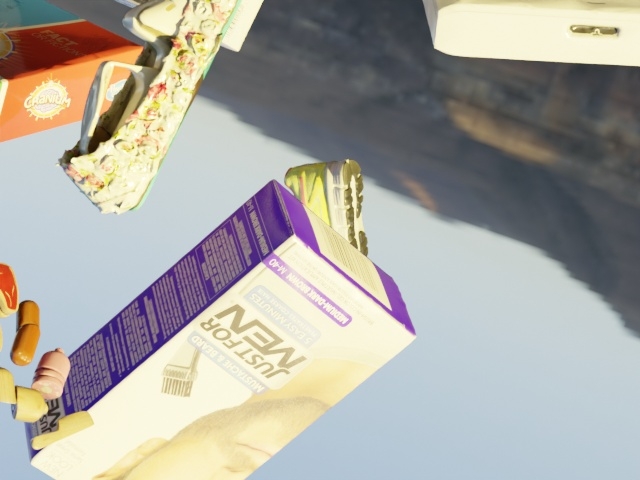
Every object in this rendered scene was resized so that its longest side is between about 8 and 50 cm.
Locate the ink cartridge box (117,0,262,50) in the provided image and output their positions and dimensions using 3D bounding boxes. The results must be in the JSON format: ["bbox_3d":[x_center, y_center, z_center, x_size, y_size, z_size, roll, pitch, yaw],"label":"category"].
[{"bbox_3d":[-0.188,-0.325,1.858,0.332,0.165,0.065,25,180,29],"label":"ink cartridge box"}]

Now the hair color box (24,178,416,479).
[{"bbox_3d":[-0.100,0.122,1.734,0.185,0.339,0.110,40,-161,-33],"label":"hair color box"}]

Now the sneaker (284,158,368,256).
[{"bbox_3d":[0.000,0.000,2.088,0.094,0.208,0.081,6,-156,17],"label":"sneaker"}]

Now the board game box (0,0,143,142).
[{"bbox_3d":[-0.368,-0.168,1.779,0.242,0.064,0.316,27,-148,34],"label":"board game box"}]

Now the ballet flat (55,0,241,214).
[{"bbox_3d":[-0.131,-0.136,1.435,0.077,0.241,0.091,29,169,-27],"label":"ballet flat"}]

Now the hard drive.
[{"bbox_3d":[0.167,-0.205,1.289,0.203,0.040,0.307,3,-149,-4],"label":"hard drive"}]

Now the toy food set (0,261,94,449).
[{"bbox_3d":[-0.182,0.064,1.081,0.019,0.122,0.078,-28,175,32],"label":"toy food set"}]
